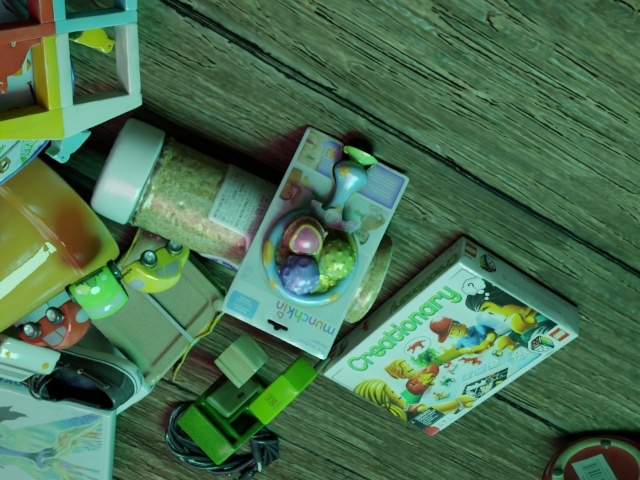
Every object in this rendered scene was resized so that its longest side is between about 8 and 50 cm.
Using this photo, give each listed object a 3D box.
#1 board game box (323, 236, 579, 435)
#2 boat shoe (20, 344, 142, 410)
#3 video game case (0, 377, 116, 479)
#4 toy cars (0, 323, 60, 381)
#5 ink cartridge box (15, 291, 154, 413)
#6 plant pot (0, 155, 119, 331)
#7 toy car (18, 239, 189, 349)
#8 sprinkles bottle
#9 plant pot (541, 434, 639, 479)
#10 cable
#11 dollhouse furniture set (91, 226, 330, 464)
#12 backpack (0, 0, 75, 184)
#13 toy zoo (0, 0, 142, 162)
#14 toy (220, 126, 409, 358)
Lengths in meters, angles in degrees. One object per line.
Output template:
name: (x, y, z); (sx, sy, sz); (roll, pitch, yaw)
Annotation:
board game box: (0.167, 0.136, 1.474); (0.193, 0.053, 0.305); (31, 133, -16)
boat shoe: (-0.356, 0.189, 1.511); (0.228, 0.076, 0.080); (11, 123, 19)
video game case: (-0.462, 0.313, 1.686); (0.300, 0.036, 0.329); (14, 134, 1)
toy cars: (-0.516, 0.113, 1.470); (0.394, 0.087, 0.176); (21, 176, 12)
ink cartridge box: (-0.472, 0.153, 1.619); (0.385, 0.091, 0.308); (38, 130, -23)
plant pot: (-0.380, 0.011, 1.331); (0.205, 0.188, 0.205); (38, 162, 15)
toy car: (-0.252, 0.066, 1.303); (0.239, 0.225, 0.053); (-31, 89, -7)
sprinkles bottle: (-0.092, -0.022, 1.336); (0.355, 0.121, 0.121); (24, 134, -10)
plant pot: (0.410, 0.383, 1.566); (0.191, 0.191, 0.174); (-5, 125, 18)
cable: (-0.155, 0.314, 1.728); (0.184, 0.047, 0.150); (40, 129, -23)
dollhouse furniture set: (-0.153, 0.121, 1.529); (0.301, 0.151, 0.197); (46, 119, 4)
backpack: (-0.392, -0.183, 1.167); (0.276, 0.213, 0.263); (-45, 139, 0)
toy zoo: (-0.268, -0.216, 1.096); (0.030, 0.192, 0.293); (25, 123, 43)
toy: (0.000, 0.000, 1.265); (0.137, 0.237, 0.056); (27, 169, -9)
